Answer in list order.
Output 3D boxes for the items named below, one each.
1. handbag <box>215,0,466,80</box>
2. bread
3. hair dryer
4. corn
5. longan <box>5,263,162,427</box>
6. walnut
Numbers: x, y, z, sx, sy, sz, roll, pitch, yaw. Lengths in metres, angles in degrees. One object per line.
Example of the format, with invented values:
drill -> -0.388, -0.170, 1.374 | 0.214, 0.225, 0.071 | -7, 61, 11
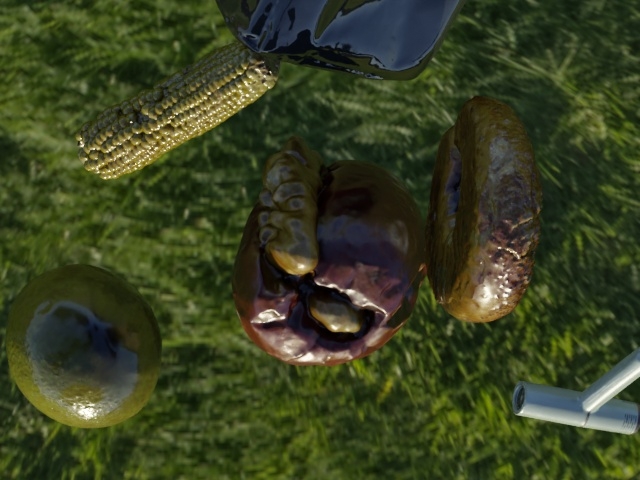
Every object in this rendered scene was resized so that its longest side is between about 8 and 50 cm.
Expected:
handbag -> 0.054, -0.347, 1.513 | 0.275, 0.178, 0.302 | 6, 127, -37
bread -> 0.130, -0.022, 1.067 | 0.064, 0.193, 0.193 | 3, 106, -10
hair dryer -> 0.326, 0.154, 1.533 | 0.154, 0.044, 0.183 | 10, 137, -14
corn -> -0.185, -0.162, 1.671 | 0.320, 0.097, 0.097 | -25, 108, 28
longan -> -0.225, 0.101, 1.269 | 0.145, 0.176, 0.155 | -1, 80, -12
walnut -> 0.000, 0.000, 1.516 | 0.221, 0.269, 0.244 | -31, 118, 17
